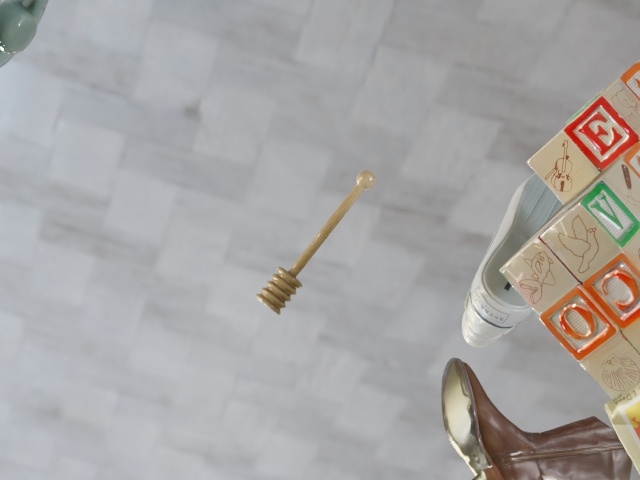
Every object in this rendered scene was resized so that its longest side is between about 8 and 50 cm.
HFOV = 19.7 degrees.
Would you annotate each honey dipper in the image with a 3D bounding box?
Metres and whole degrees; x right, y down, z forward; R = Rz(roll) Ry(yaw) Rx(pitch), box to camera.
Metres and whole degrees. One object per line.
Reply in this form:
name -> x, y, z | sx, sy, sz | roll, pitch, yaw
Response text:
honey dipper -> 0.000, 0.000, 1.733 | 0.030, 0.161, 0.030 | 40, 177, 2

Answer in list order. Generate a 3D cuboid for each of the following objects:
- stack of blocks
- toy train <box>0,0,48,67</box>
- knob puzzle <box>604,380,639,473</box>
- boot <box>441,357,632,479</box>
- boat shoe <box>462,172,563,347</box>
stack of blocks -> 0.243, -0.027, 1.359 | 0.171, 0.297, 0.087 | 48, 127, 2
toy train -> -0.125, -0.215, 0.826 | 0.142, 0.334, 0.190 | 39, 158, 19
knob puzzle -> 0.258, 0.122, 0.921 | 0.213, 0.213, 0.030 | -2, 174, 24
boot -> 0.138, 0.117, 1.149 | 0.114, 0.106, 0.037 | -7, 163, -28
boat shoe -> 0.183, 0.009, 1.640 | 0.083, 0.226, 0.076 | 40, 136, 7
